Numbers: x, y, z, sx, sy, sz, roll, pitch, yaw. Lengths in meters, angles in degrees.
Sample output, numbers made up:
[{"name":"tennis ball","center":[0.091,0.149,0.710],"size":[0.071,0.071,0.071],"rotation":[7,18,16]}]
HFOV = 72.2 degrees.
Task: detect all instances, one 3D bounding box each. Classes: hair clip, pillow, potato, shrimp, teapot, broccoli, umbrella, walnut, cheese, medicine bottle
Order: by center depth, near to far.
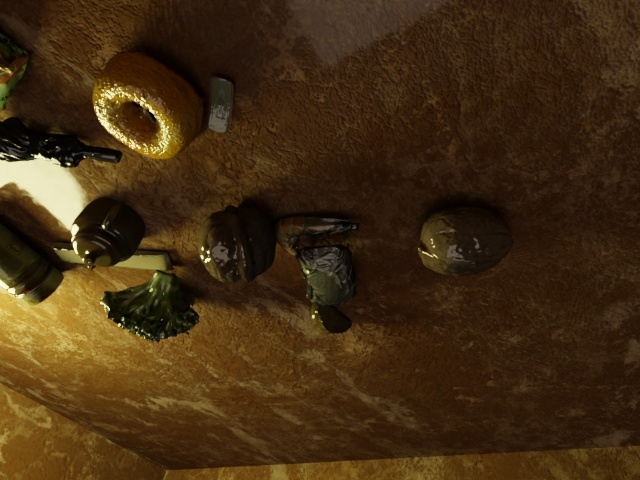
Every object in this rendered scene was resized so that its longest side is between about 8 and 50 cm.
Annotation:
[{"name":"hair clip","center":[-0.226,-0.307,0.990],"size":[0.054,0.022,0.137],"rotation":[15,135,-4]},{"name":"walnut","center":[0.358,0.001,1.078],"size":[0.230,0.178,0.178],"rotation":[1,135,3]},{"name":"umbrella","center":[-0.680,-0.238,1.114],"size":[0.340,0.118,0.118],"rotation":[6,136,-2]},{"name":"walnut","center":[-0.224,0.006,1.185],"size":[0.224,0.224,0.224],"rotation":[6,135,6]},{"name":"shrimp","center":[0.000,0.000,1.238],"size":[0.262,0.051,0.198],"rotation":[-4,141,19]},{"name":"teapot","center":[-0.625,-0.009,1.269],"size":[0.185,0.175,0.268],"rotation":[27,134,-18]},{"name":"pillow","center":[0.023,0.111,1.280],"size":[0.161,0.093,0.335],"rotation":[3,149,9]},{"name":"medicine bottle","center":[-1.030,0.063,1.441],"size":[0.151,0.151,0.322],"rotation":[-13,130,24]},{"name":"cheese","center":[-0.684,0.054,1.446],"size":[0.400,0.034,0.085],"rotation":[5,140,8]},{"name":"broccoli","center":[-0.544,0.196,1.452],"size":[0.248,0.246,0.288],"rotation":[30,-175,34]},{"name":"potato","center":[0.017,0.277,1.475],"size":[0.089,0.101,0.172],"rotation":[-21,130,36]}]

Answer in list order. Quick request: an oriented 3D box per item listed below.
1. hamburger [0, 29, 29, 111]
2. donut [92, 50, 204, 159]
[{"name":"hamburger","center":[-0.785,-0.393,0.947],"size":[0.214,0.125,0.235],"rotation":[-34,134,25]},{"name":"donut","center":[-0.384,-0.293,0.983],"size":[0.253,0.118,0.253],"rotation":[13,150,8]}]
